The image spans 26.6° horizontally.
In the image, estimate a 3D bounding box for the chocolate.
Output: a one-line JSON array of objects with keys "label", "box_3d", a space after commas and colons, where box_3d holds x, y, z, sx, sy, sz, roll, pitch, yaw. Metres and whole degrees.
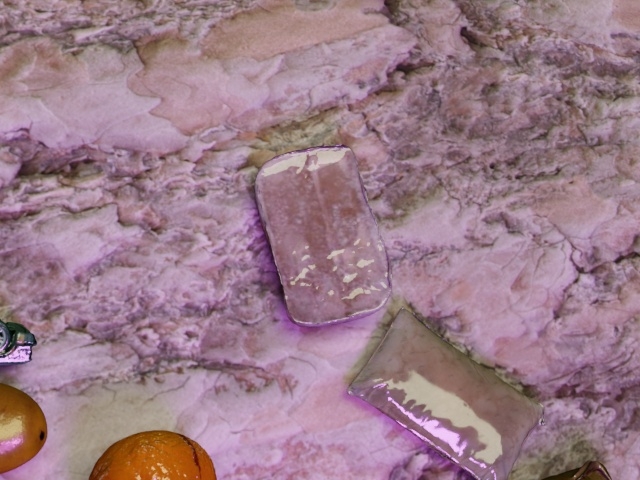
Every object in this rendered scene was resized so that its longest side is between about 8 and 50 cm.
[{"label": "chocolate", "box_3d": [0.000, 0.000, 2.188, 0.185, 0.100, 0.303, -10, 66, -14]}]

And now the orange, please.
[{"label": "orange", "box_3d": [-0.236, 0.349, 1.874, 0.193, 0.193, 0.161, -11, 52, -25]}]

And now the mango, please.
[{"label": "mango", "box_3d": [-0.493, 0.258, 1.875, 0.227, 0.099, 0.136, 9, 67, -8]}]

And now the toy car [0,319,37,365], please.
[{"label": "toy car", "box_3d": [-0.565, 0.146, 1.887, 0.320, 0.141, 0.097, 3, 92, -20]}]

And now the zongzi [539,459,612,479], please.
[{"label": "zongzi", "box_3d": [0.376, 0.508, 2.073, 0.260, 0.123, 0.289, -15, 75, -22]}]

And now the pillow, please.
[{"label": "pillow", "box_3d": [0.208, 0.258, 2.153, 0.302, 0.075, 0.185, 35, 60, 0]}]
